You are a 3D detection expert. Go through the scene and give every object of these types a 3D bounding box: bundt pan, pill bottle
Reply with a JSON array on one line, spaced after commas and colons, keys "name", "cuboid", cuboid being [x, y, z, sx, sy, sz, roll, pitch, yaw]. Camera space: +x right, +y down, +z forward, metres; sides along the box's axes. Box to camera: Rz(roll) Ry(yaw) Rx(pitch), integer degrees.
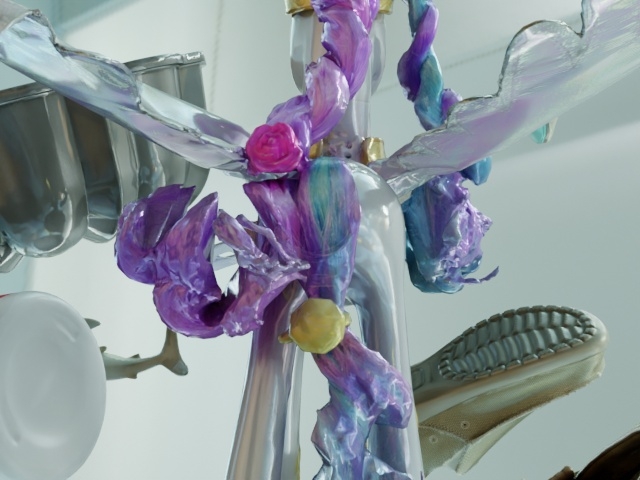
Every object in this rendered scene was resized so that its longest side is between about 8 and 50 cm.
[{"name": "bundt pan", "cuboid": [-0.234, -0.049, 0.829, 0.331, 0.331, 0.124, -9, -80, 38]}, {"name": "pill bottle", "cuboid": [-0.226, 0.092, 0.588, 0.180, 0.108, 0.108, -9, -111, 24]}]

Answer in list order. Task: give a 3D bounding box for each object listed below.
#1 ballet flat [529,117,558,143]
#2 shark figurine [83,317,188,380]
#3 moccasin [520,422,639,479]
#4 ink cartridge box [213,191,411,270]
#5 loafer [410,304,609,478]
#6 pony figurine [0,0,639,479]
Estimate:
[{"name": "ballet flat", "cuboid": [0.273, -0.182, 1.263, 0.052, 0.168, 0.057, -39, -126, -5]}, {"name": "shark figurine", "cuboid": [-0.333, 0.187, 1.463, 0.116, 0.278, 0.166, -87, -169, -49]}, {"name": "moccasin", "cuboid": [0.240, 0.278, 0.959, 0.380, 0.147, 0.139, 124, -16, -54]}, {"name": "ink cartridge box", "cuboid": [0.000, 0.000, 1.253, 0.307, 0.303, 0.072, -24, -94, 1]}, {"name": "loafer", "cuboid": [0.128, 0.141, 0.879, 0.268, 0.092, 0.102, -25, -160, 18]}, {"name": "pony figurine", "cuboid": [0.001, -0.009, 0.500, 0.303, 0.351, 0.363, 2, -88, 1]}]
